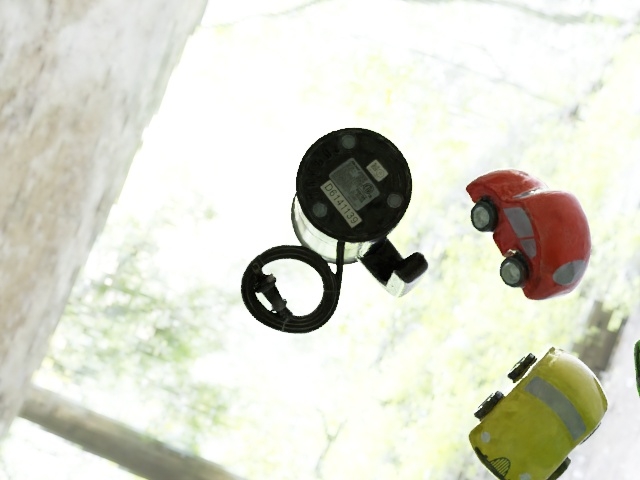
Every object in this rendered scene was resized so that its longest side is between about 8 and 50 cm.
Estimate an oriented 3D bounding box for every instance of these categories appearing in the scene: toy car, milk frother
[{"bbox_3d":[0.198,0.065,0.791,0.053,0.225,0.239,-51,26,46],"label":"toy car"},{"bbox_3d":[0.000,0.000,0.939,0.135,0.143,0.129,108,142,-81],"label":"milk frother"}]
